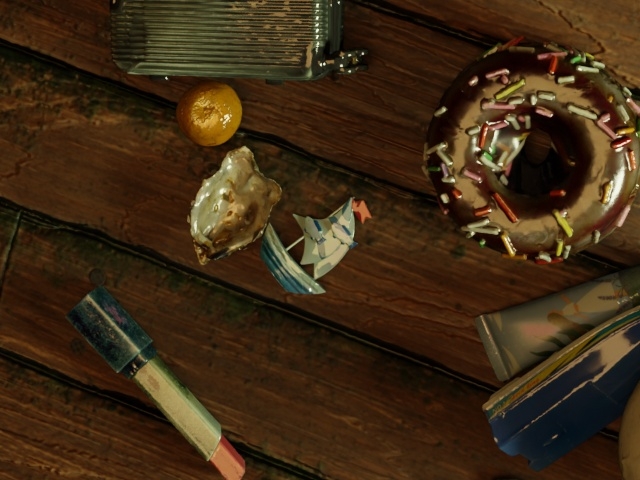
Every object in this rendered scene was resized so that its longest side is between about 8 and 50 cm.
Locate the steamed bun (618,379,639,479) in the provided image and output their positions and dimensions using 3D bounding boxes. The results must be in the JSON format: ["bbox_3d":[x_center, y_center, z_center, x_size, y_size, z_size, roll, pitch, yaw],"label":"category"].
[{"bbox_3d":[0.469,0.219,1.768,0.283,0.177,0.283,-2,112,-4],"label":"steamed bun"}]

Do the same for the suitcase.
[{"bbox_3d":[-0.100,-0.290,1.863,0.312,0.128,0.202,4,101,16],"label":"suitcase"}]

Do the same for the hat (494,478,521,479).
[{"bbox_3d":[0.236,0.351,1.933,0.121,0.050,0.121,4,104,16],"label":"hat"}]

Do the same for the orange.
[{"bbox_3d":[-0.137,-0.156,1.930,0.083,0.070,0.083,0,89,10],"label":"orange"}]

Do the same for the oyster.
[{"bbox_3d":[-0.113,-0.036,1.956,0.103,0.051,0.148,43,93,7],"label":"oyster"}]

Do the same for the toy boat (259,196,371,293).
[{"bbox_3d":[-0.001,0.012,1.952,0.149,0.034,0.105,-16,93,6],"label":"toy boat"}]

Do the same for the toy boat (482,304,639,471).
[{"bbox_3d":[0.335,0.149,1.836,0.295,0.129,0.088,-39,44,19],"label":"toy boat"}]

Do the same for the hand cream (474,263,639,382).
[{"bbox_3d":[0.310,0.089,1.868,0.256,0.055,0.088,-24,90,25],"label":"hand cream"}]

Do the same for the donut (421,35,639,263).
[{"bbox_3d":[0.247,-0.101,1.817,0.270,0.103,0.269,3,100,16],"label":"donut"}]

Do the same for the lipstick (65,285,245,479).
[{"bbox_3d":[-0.202,0.192,2.028,0.051,0.051,0.312,-43,89,18],"label":"lipstick"}]
